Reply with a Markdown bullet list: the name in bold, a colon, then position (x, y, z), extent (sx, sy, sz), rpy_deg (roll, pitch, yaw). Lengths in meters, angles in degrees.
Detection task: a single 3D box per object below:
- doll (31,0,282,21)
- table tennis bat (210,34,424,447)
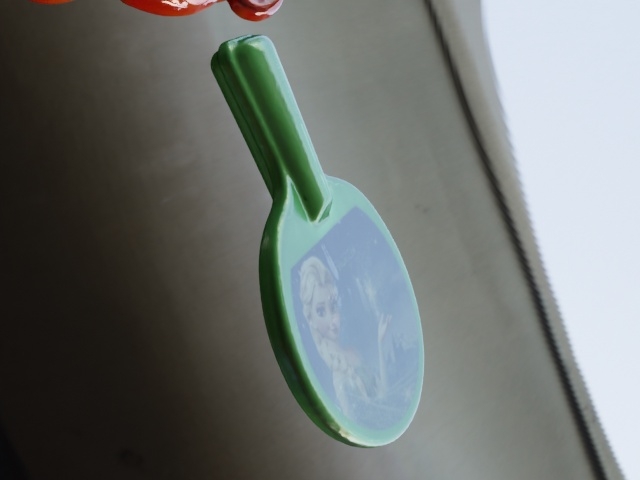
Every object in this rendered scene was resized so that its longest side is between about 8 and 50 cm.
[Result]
- **doll**: position (-0.178, -0.245, 0.916), extent (0.363, 0.182, 0.160), rpy_deg (30, -31, -14)
- **table tennis bat**: position (0.000, 0.000, 0.849), extent (0.039, 0.160, 0.257), rpy_deg (-18, -80, 31)
